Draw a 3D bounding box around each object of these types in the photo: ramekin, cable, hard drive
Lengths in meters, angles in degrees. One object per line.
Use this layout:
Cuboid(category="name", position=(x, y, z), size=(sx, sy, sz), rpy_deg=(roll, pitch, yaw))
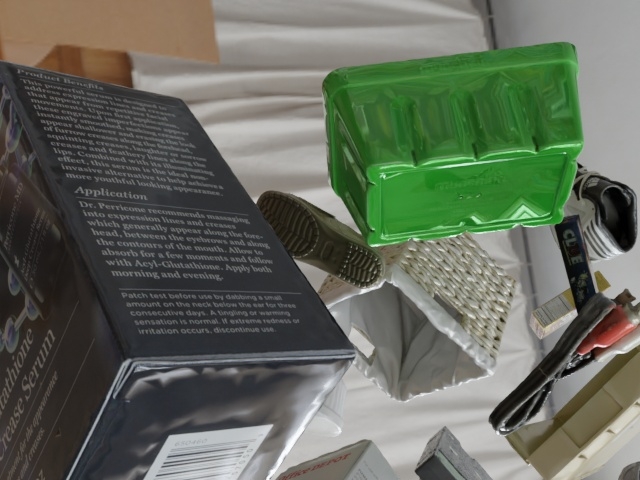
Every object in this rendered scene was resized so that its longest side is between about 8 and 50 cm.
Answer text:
Cuboid(category="ramekin", position=(-0.055, 0.402, 1.976), size=(0.273, 0.273, 0.127), rpy_deg=(119, -9, -63))
Cuboid(category="cable", position=(0.316, 0.163, 0.955), size=(0.287, 0.139, 0.072), rpy_deg=(-52, -125, 18))
Cuboid(category="hard drive", position=(0.309, 0.523, 1.586), size=(0.237, 0.064, 0.339), rpy_deg=(48, 6, 11))

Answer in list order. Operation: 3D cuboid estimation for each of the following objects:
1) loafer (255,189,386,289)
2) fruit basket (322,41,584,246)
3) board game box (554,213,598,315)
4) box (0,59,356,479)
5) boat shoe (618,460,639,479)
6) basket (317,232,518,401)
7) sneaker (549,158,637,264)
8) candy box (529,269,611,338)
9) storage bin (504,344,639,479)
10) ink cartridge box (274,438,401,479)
Cuboid(category="loafer", position=(0.000, 0.000, 1.355), size=(0.102, 0.269, 0.092), rpy_deg=(-59, 167, 11))
Cuboid(category="fruit basket", position=(0.186, -0.181, 1.158), size=(0.283, 0.392, 0.392), rpy_deg=(85, -13, -50))
Cuboid(category="board game box", position=(0.493, 0.077, 1.420), size=(0.165, 0.042, 0.243), rpy_deg=(-20, 95, -70))
Cuboid(category="box", position=(-0.202, 0.068, 0.712), size=(0.395, 0.212, 0.293), rpy_deg=(53, -56, 38))
Cuboid(category="boat shoe", position=(0.384, 0.331, 0.826), size=(0.063, 0.066, 0.184), rpy_deg=(75, 7, -62))
Cuboid(category="basket", position=(0.203, 0.140, 1.690), size=(0.328, 0.266, 0.331), rpy_deg=(44, -41, -14))
Cuboid(category="sneaker", position=(0.561, -0.158, 1.674), size=(0.447, 0.169, 0.257), rpy_deg=(57, -12, 1))
Cuboid(category="candy box", position=(0.586, 0.154, 1.786), size=(0.053, 0.187, 0.109), rpy_deg=(59, -1, 24))
Cuboid(category="storage bin", position=(0.460, 0.259, 1.222), size=(0.262, 0.260, 0.123), rpy_deg=(-52, -122, 20))
Cuboid(category="ink cartridge box", position=(-0.036, 0.429, 1.013), size=(0.226, 0.306, 0.131), rpy_deg=(-33, -88, 41))
